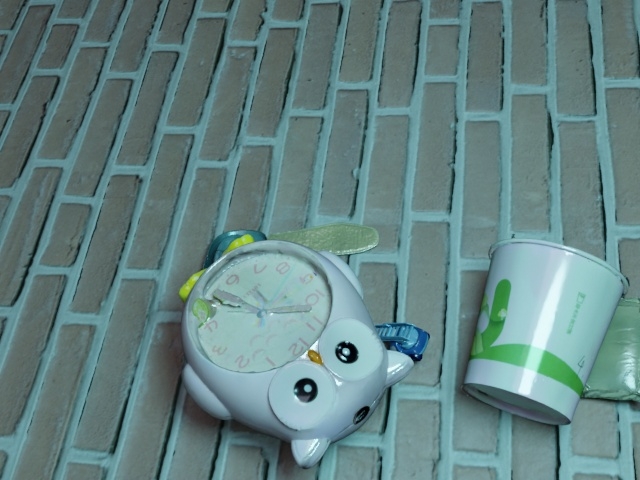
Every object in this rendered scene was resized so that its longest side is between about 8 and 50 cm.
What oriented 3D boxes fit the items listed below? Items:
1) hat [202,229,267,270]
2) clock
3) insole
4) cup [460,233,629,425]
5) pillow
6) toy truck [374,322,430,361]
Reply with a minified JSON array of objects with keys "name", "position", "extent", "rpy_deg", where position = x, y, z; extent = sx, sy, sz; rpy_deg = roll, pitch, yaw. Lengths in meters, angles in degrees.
[{"name":"hat","position":[-0.177,0.042,1.505],"extent":[0.138,0.078,0.191],"rpy_deg":[-2,60,11]},{"name":"clock","position":[-0.051,0.199,1.301],"extent":[0.368,0.250,0.376],"rpy_deg":[-40,57,-16]},{"name":"insole","position":[0.000,0.000,1.543],"extent":[0.248,0.011,0.081],"rpy_deg":[-6,60,5]},{"name":"cup","position":[0.381,0.165,1.278],"extent":[0.253,0.253,0.274],"rpy_deg":[17,73,17]},{"name":"pillow","position":[0.535,0.192,1.325],"extent":[0.119,0.053,0.208],"rpy_deg":[-5,55,37]},{"name":"toy truck","position":[0.141,0.190,1.391],"extent":[0.136,0.074,0.063],"rpy_deg":[-13,45,50]}]
